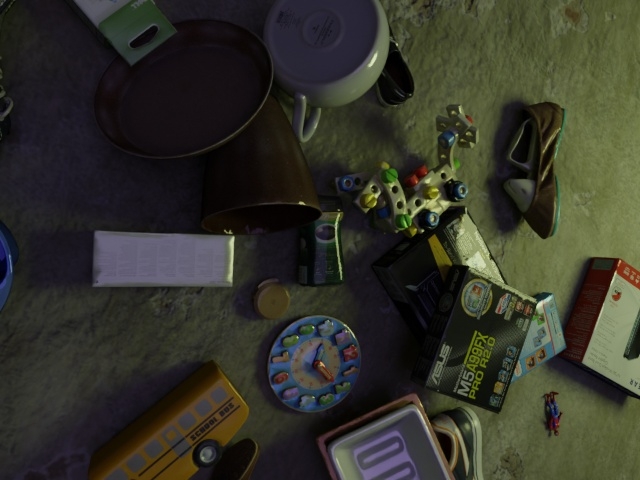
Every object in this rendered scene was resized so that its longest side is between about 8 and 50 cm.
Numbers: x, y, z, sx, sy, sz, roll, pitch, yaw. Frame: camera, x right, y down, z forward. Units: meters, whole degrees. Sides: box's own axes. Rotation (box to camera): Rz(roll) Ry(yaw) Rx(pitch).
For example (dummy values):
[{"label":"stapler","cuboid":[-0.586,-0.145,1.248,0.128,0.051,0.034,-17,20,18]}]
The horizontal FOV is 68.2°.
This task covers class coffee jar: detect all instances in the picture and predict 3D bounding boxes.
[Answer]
[{"label":"coffee jar","cuboid":[0.000,0.000,0.966,0.096,0.079,0.184,-2,93,-20]}]

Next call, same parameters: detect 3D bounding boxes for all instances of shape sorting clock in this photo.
[{"label":"shape sorting clock","cuboid":[-0.010,0.258,0.989,0.206,0.040,0.206,0,91,-22]}]

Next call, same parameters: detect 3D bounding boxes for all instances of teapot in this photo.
[{"label":"teapot","cuboid":[0.016,-0.357,0.917,0.256,0.187,0.252,-24,80,6]}]

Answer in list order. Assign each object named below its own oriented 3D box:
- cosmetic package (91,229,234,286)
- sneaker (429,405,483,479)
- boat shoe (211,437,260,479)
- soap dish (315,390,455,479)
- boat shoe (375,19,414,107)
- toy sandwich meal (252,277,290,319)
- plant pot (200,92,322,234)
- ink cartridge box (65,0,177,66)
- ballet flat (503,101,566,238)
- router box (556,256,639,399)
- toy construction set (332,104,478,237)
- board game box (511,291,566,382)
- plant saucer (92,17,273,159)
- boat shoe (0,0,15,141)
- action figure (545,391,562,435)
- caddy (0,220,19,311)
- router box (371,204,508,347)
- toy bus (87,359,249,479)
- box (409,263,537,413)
[{"label":"cosmetic package","cuboid":[-0.283,0.035,0.863,0.239,0.060,0.098,3,88,-22]},{"label":"sneaker","cuboid":[0.302,0.553,1.079,0.128,0.126,0.320,-3,82,-26]},{"label":"boat shoe","cuboid":[-0.173,0.470,0.923,0.178,0.064,0.060,-58,140,-10]},{"label":"soap dish","cuboid":[0.147,0.488,0.970,0.229,0.118,0.290,-23,83,-8]},{"label":"boat shoe","cuboid":[0.143,-0.409,1.017,0.084,0.079,0.233,-22,98,-19]},{"label":"toy sandwich meal","cuboid":[-0.102,0.119,0.957,0.086,0.029,0.085,-3,96,-25]},{"label":"plant pot","cuboid":[-0.117,-0.146,0.865,0.216,0.215,0.230,-2,78,-22]},{"label":"ink cartridge box","cuboid":[-0.362,-0.410,0.819,0.109,0.062,0.209,-44,106,-15]},{"label":"ballet flat","cuboid":[0.520,-0.177,1.166,0.124,0.116,0.342,7,88,-2]},{"label":"router box","cuboid":[0.845,0.250,1.311,0.336,0.082,0.301,28,81,-20]},{"label":"toy construction set","cuboid":[0.205,-0.136,1.019,0.328,0.151,0.215,-38,104,-6]},{"label":"board game box","cuboid":[0.524,0.246,1.203,0.212,0.039,0.160,-22,101,-22]},{"label":"plant saucer","cuboid":[-0.229,-0.256,0.809,0.311,0.050,0.310,-3,65,6]},{"label":"boat shoe","cuboid":[-0.536,-0.251,0.736,0.158,0.127,0.340,38,80,-32]},{"label":"action figure","cuboid":[0.622,0.463,1.257,0.038,0.030,0.115,-10,97,-26]},{"label":"caddy","cuboid":[-0.616,0.016,0.665,0.341,0.179,0.241,34,78,-19]},{"label":"router box","cuboid":[0.295,0.111,1.086,0.243,0.081,0.308,-36,104,-17]},{"label":"toy bus","cuboid":[-0.285,0.377,0.844,0.333,0.108,0.130,-38,104,-17]},{"label":"box","cuboid":[0.338,0.214,1.029,0.216,0.060,0.270,25,83,-21]}]
